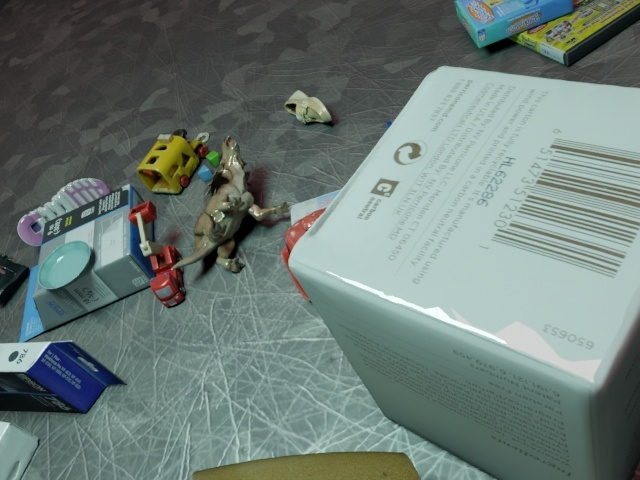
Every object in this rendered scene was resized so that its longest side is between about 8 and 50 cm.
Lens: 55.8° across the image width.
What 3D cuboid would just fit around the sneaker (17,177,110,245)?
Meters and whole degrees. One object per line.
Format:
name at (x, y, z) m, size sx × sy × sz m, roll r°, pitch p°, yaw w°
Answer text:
sneaker at (-0.632, -0.070, 1.494) m, size 0.236 × 0.095 × 0.104 m, roll -38°, pitch 9°, yaw -24°

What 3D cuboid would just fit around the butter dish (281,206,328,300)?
butter dish at (0.000, 0.000, 1.089) m, size 0.160 × 0.118 × 0.160 m, roll -31°, pitch 44°, yaw -1°

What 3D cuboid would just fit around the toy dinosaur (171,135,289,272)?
toy dinosaur at (-0.206, -0.053, 1.246) m, size 0.200 × 0.127 × 0.296 m, roll 25°, pitch 77°, yaw 48°

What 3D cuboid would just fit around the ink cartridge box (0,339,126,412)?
ink cartridge box at (-0.539, 0.250, 1.098) m, size 0.332 × 0.165 × 0.065 m, roll -7°, pitch 48°, yaw 22°

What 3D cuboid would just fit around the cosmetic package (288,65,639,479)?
cosmetic package at (0.234, 0.066, 0.715) m, size 0.327 × 0.394 × 0.329 m, roll 19°, pitch 61°, yaw 37°

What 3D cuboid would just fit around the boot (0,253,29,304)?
boot at (-0.756, 0.085, 1.413) m, size 0.099 × 0.045 × 0.121 m, roll 23°, pitch 52°, yaw 3°

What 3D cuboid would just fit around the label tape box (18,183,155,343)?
label tape box at (-0.535, 0.047, 1.323) m, size 0.333 × 0.106 × 0.241 m, roll -24°, pitch 44°, yaw 5°

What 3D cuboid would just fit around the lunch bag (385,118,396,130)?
lunch bag at (0.167, -0.200, 1.223) m, size 0.065 × 0.067 × 0.098 m, roll -18°, pitch 46°, yaw 12°

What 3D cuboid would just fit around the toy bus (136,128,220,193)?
toy bus at (-0.355, -0.209, 1.464) m, size 0.191 × 0.104 × 0.202 m, roll -30°, pitch 45°, yaw -2°

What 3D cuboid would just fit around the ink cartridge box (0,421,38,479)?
ink cartridge box at (-0.623, 0.392, 1.073) m, size 0.190 × 0.082 × 0.140 m, roll -3°, pitch 50°, yaw 26°

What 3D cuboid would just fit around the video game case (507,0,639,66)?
video game case at (0.558, -0.506, 1.329) m, size 0.275 × 0.035 × 0.248 m, roll -33°, pitch 44°, yaw -6°

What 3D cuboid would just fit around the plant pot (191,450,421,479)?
plant pot at (0.003, 0.354, 0.717) m, size 0.254 × 0.237 × 0.237 m, roll -16°, pitch 44°, yaw -8°

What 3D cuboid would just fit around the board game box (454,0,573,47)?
board game box at (0.425, -0.522, 1.348) m, size 0.210 × 0.047 × 0.160 m, roll -19°, pitch 45°, yaw 9°

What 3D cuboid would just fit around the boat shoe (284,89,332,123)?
boat shoe at (-0.032, -0.304, 1.425) m, size 0.059 × 0.063 × 0.170 m, roll -40°, pitch 36°, yaw -7°

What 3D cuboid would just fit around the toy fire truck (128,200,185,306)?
toy fire truck at (-0.329, 0.025, 1.217) m, size 0.047 × 0.135 × 0.192 m, roll -24°, pitch 44°, yaw 5°

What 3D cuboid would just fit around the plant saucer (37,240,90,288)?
plant saucer at (-0.508, 0.053, 1.213) m, size 0.119 × 0.021 × 0.119 m, roll -12°, pitch 49°, yaw 14°

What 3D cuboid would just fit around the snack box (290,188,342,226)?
snack box at (0.026, -0.069, 1.206) m, size 0.178 × 0.022 × 0.064 m, roll -17°, pitch 44°, yaw 12°
